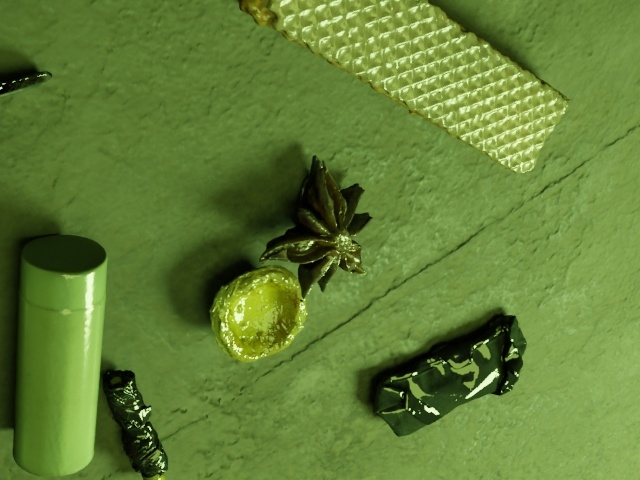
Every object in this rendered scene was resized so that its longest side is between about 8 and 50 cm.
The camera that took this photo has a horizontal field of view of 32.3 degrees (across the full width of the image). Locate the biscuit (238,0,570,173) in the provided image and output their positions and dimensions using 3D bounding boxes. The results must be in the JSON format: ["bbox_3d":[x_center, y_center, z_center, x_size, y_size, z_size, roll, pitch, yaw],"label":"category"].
[{"bbox_3d":[0.089,-0.159,0.977,0.378,0.054,0.094,25,103,-39],"label":"biscuit"}]

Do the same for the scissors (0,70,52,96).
[{"bbox_3d":[-0.329,-0.076,0.756,0.317,0.024,0.160,-22,163,-32],"label":"scissors"}]

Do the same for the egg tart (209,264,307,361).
[{"bbox_3d":[-0.061,0.064,1.029,0.105,0.039,0.105,-15,124,-24],"label":"egg tart"}]

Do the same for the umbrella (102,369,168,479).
[{"bbox_3d":[-0.171,0.180,1.034,0.037,0.040,0.144,-31,131,-23],"label":"umbrella"}]

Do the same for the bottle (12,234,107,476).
[{"bbox_3d":[-0.221,0.099,0.932,0.072,0.072,0.201,-6,120,-29],"label":"bottle"}]

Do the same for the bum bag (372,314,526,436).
[{"bbox_3d":[0.148,0.153,1.205,0.197,0.049,0.087,-22,122,-18],"label":"bum bag"}]

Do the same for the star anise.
[{"bbox_3d":[0.008,0.002,1.024,0.129,0.056,0.124,39,74,-43],"label":"star anise"}]
